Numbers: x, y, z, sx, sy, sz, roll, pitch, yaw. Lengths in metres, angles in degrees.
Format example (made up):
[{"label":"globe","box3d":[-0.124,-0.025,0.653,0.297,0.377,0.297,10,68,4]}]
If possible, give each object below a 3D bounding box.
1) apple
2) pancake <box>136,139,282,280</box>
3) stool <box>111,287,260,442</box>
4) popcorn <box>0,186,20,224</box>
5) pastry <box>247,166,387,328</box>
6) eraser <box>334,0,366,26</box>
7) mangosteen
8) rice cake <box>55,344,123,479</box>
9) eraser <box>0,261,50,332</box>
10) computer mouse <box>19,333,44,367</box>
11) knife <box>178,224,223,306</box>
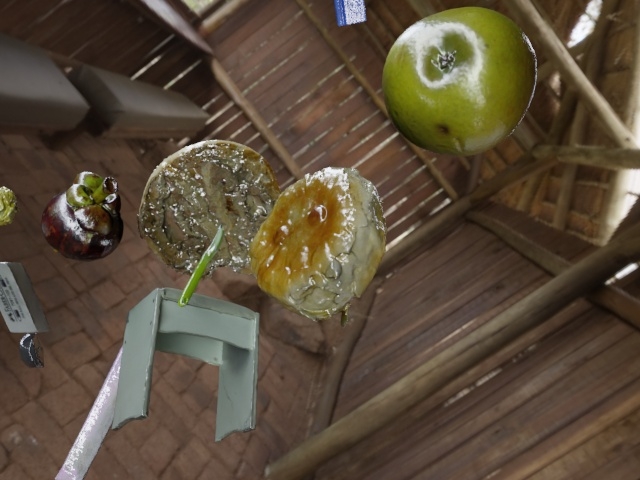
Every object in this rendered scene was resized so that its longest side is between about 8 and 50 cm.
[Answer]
[{"label":"apple","box3d":[0.176,-0.204,0.795,0.196,0.196,0.157,57,13,18]},{"label":"pancake","box3d":[-0.275,-0.063,1.579,0.382,0.382,0.071,52,8,-22]},{"label":"stool","box3d":[-0.277,0.266,1.306,0.244,0.170,0.269,19,55,-31]},{"label":"popcorn","box3d":[-0.991,-0.104,1.932,0.106,0.120,0.116,25,-2,18]},{"label":"pastry","box3d":[0.000,0.000,1.224,0.136,0.330,0.329,36,17,-38]},{"label":"eraser","box3d":[0.063,-0.520,1.360,0.027,0.063,0.084,-108,-173,-60]},{"label":"mangosteen","box3d":[-0.480,-0.047,1.277,0.173,0.183,0.172,20,-4,2]},{"label":"rice cake","box3d":[-0.563,0.443,1.611,0.070,0.398,0.064,25,-22,-9]},{"label":"eraser","box3d":[-1.070,0.206,2.181,0.077,0.112,0.352,-83,168,-57]},{"label":"computer mouse","box3d":[-0.888,0.341,1.900,0.172,0.057,0.098,26,-44,67]},{"label":"knife","box3d":[-0.230,0.048,1.215,0.022,0.184,0.026,36,-19,-31]}]
